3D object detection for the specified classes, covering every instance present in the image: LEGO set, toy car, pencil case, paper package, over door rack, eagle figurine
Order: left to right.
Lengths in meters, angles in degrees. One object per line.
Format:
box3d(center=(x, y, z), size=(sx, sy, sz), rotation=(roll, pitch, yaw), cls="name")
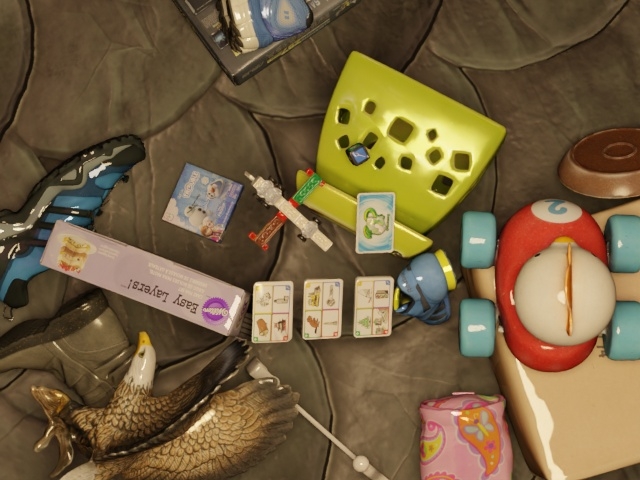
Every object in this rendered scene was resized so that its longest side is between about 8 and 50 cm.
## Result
box3d(center=(-0.201, 0.221, 1.364), size=(0.298, 0.226, 0.225), rotation=(1, 111, 16), cls="eagle figurine")
box3d(center=(-0.051, 0.349, 1.469), size=(0.324, 0.108, 0.239), rotation=(41, 84, 8), cls="over door rack")
box3d(center=(0.000, 0.000, 1.367), size=(0.183, 0.060, 0.244), rotation=(-2, 103, -16), cls="LEGO set")
box3d(center=(0.196, 0.342, 1.437), size=(0.124, 0.124, 0.284), rotation=(-7, 90, 2), cls="pencil case")
box3d(center=(0.275, 0.043, 1.266), size=(0.219, 0.238, 0.210), rotation=(2, 82, 4), cls="toy car")
box3d(center=(0.378, 0.125, 1.453), size=(0.310, 0.168, 0.324), rotation=(-17, 80, 0), cls="paper package")

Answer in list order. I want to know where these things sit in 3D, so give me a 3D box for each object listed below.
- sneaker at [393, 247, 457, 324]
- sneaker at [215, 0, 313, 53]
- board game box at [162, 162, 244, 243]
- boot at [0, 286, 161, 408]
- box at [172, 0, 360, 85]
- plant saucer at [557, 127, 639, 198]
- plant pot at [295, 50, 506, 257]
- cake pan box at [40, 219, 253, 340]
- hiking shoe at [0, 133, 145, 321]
box3d(center=(0.128, 0.071, 1.451), size=(0.082, 0.209, 0.069), rotation=(-23, 71, -4), cls="sneaker")
box3d(center=(-0.089, -0.423, 1.534), size=(0.147, 0.130, 0.330), rotation=(-12, 82, -14), cls="sneaker")
box3d(center=(-0.167, -0.053, 1.579), size=(0.090, 0.020, 0.090), rotation=(21, 83, 7), cls="board game box")
box3d(center=(-0.352, 0.180, 1.515), size=(0.247, 0.083, 0.161), rotation=(-24, 107, 21), cls="boot")
box3d(center=(-0.083, -0.363, 1.602), size=(0.233, 0.059, 0.183), rotation=(-36, 80, -3), cls="box")
box3d(center=(0.405, -0.111, 1.497), size=(0.169, 0.168, 0.029), rotation=(-14, 121, 1), cls="plant saucer")
box3d(center=(0.096, -0.097, 1.476), size=(0.227, 0.228, 0.207), rotation=(29, 90, 5), cls="plant pot")
box3d(center=(-0.203, 0.059, 1.451), size=(0.267, 0.246, 0.070), rotation=(20, 87, 5), cls="cake pan box")
box3d(center=(-0.357, -0.030, 1.556), size=(0.304, 0.113, 0.132), rotation=(-38, 104, -3), cls="hiking shoe")
